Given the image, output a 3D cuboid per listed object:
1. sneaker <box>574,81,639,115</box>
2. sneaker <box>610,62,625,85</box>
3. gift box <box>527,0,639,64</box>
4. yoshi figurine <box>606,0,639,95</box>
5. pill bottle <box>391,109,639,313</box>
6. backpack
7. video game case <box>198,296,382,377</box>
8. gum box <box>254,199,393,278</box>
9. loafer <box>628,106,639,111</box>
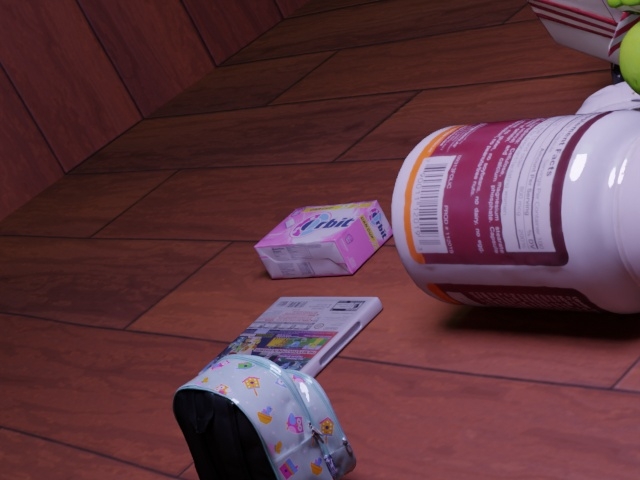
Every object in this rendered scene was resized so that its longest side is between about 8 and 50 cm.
[{"bbox_3d":[0.440,-0.165,1.898,0.292,0.108,0.169,-9,31,44],"label":"sneaker"},{"bbox_3d":[0.542,-0.299,2.107,0.271,0.100,0.108,-32,26,-13],"label":"sneaker"},{"bbox_3d":[0.428,-0.356,1.943,0.258,0.255,0.276,27,85,43],"label":"gift box"},{"bbox_3d":[0.513,-0.238,1.775,0.203,0.362,0.203,121,153,-55],"label":"yoshi figurine"},{"bbox_3d":[0.285,-0.031,1.608,0.224,0.224,0.392,-41,24,-31],"label":"pill bottle"},{"bbox_3d":[-0.064,0.209,1.522,0.144,0.188,0.166,-41,23,-31],"label":"backpack"},{"bbox_3d":[-0.041,0.135,1.907,0.201,0.023,0.183,-2,32,48],"label":"video game case"},{"bbox_3d":[0.000,0.000,2.117,0.188,0.062,0.107,-4,31,46],"label":"gum box"},{"bbox_3d":[0.327,-0.113,1.819,0.094,0.087,0.251,-16,-12,-36],"label":"loafer"}]
